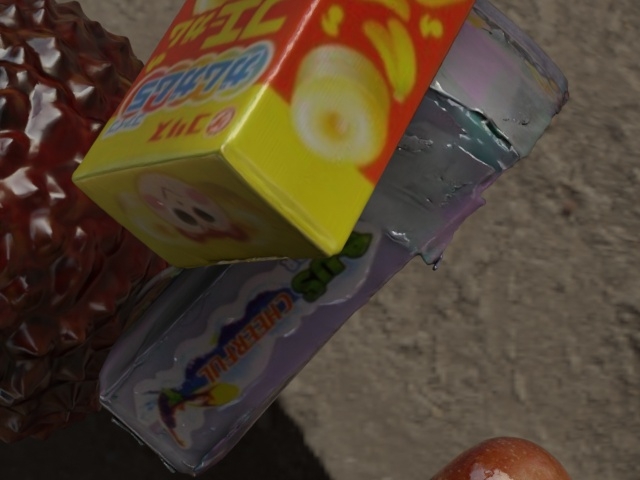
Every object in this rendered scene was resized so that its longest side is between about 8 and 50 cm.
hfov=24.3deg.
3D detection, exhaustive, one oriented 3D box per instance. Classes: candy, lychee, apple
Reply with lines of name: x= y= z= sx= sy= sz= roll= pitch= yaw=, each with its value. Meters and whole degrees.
candy: x=0.000 y=-0.118 z=0.761 sx=0.146 sy=0.088 sz=0.276 roll=-3 pitch=52 yaw=52
lychee: x=-0.308 y=-0.022 z=1.315 sx=0.425 sy=0.500 sz=0.424 roll=0 pitch=92 yaw=-1
apple: x=0.182 y=0.301 z=1.484 sx=0.162 sy=0.201 sz=0.201 roll=46 pitch=113 yaw=32

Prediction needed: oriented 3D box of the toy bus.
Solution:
toy bus: x=0.000 y=0.000 z=0.857 sx=0.112 sy=0.138 sz=0.317 roll=40 pitch=117 yaw=-7
